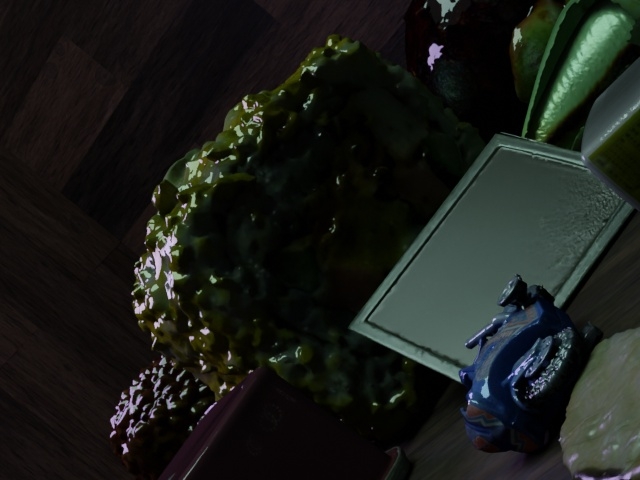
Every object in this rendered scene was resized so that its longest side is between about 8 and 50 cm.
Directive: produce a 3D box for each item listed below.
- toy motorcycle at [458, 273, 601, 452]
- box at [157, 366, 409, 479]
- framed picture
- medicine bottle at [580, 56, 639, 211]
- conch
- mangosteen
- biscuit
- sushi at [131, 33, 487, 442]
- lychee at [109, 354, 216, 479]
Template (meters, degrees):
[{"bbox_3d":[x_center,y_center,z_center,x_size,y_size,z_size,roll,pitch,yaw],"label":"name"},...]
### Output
[{"bbox_3d":[0.143,0.094,0.840,0.114,0.076,0.205,-57,2,9],"label":"toy motorcycle"},{"bbox_3d":[-0.076,0.264,1.019,0.294,0.167,0.193,-53,6,-33],"label":"box"},{"bbox_3d":[0.161,0.014,1.044,0.252,0.014,0.197,-51,38,-14],"label":"framed picture"},{"bbox_3d":[0.301,-0.125,0.911,0.188,0.088,0.132,-48,5,34],"label":"medicine bottle"},{"bbox_3d":[0.268,-0.126,1.124,0.250,0.143,0.137,-65,-32,-15],"label":"conch"},{"bbox_3d":[0.247,-0.240,1.365,0.311,0.311,0.311,-50,4,5],"label":"mangosteen"},{"bbox_3d":[0.190,0.085,0.624,0.133,0.032,0.250,-52,4,-23],"label":"biscuit"},{"bbox_3d":[0.000,0.000,1.226,0.396,0.351,0.240,-53,4,-25],"label":"sushi"},{"bbox_3d":[-0.115,0.212,1.362,0.271,0.236,0.236,3,-40,-44],"label":"lychee"}]
